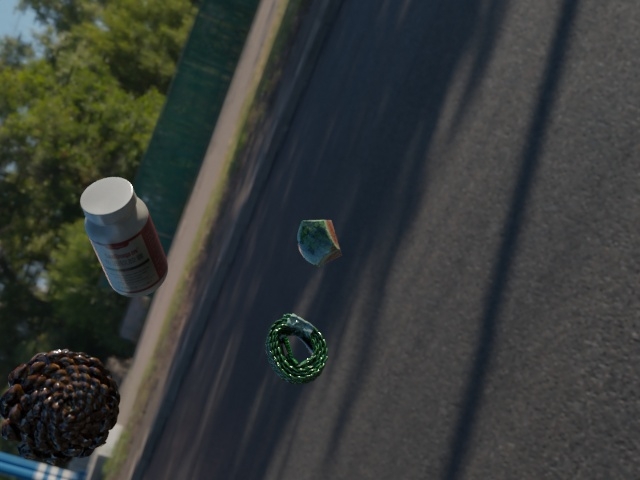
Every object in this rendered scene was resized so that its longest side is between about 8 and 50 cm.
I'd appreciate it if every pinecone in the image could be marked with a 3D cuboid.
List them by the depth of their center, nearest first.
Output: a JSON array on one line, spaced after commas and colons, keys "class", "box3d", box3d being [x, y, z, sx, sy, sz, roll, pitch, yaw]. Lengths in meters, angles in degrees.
[{"class": "pinecone", "box3d": [-0.485, 0.312, 1.699, 0.221, 0.221, 0.221, -161, 90, -78]}]

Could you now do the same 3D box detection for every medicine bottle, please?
[{"class": "medicine bottle", "box3d": [-0.400, -0.003, 1.852, 0.250, 0.131, 0.131, 79, -165, -47]}]

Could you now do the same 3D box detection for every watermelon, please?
[{"class": "watermelon", "box3d": [-0.001, 0.005, 1.684, 0.092, 0.072, 0.084, -26, 64, 41]}]

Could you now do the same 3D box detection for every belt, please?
[{"class": "belt", "box3d": [-0.054, 0.234, 1.939, 0.121, 0.151, 0.079, -31, -14, -16]}]
